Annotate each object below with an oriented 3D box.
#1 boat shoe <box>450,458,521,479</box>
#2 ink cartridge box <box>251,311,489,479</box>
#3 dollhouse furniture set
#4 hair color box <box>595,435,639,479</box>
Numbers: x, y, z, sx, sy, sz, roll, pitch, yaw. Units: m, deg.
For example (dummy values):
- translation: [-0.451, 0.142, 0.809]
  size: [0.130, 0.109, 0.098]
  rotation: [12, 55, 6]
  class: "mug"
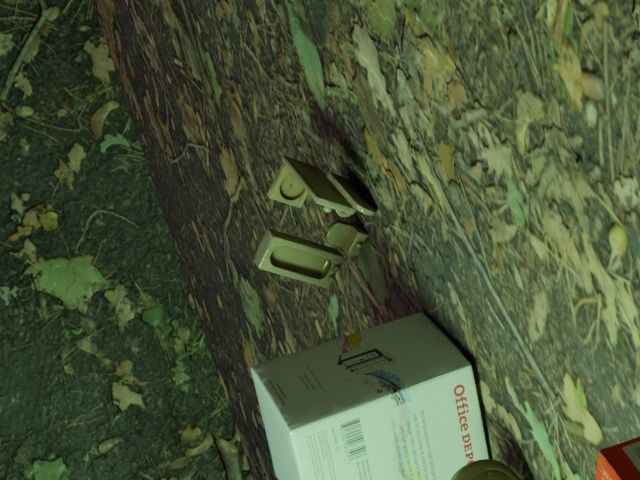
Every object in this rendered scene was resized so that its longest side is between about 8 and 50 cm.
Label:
- translation: [0.214, 0.410, 1.782]
  size: [0.110, 0.122, 0.341]
  rotation: [169, 82, -75]
  class: "boat shoe"
- translation: [0.062, 0.220, 1.898]
  size: [0.168, 0.233, 0.171]
  rotation: [-130, 26, -61]
  class: "ink cartridge box"
- translation: [0.000, 0.000, 2.043]
  size: [0.151, 0.144, 0.123]
  rotation: [-63, 32, 16]
  class: "dollhouse furniture set"
- translation: [0.285, 0.235, 1.355]
  size: [0.053, 0.093, 0.167]
  rotation: [-121, 20, -45]
  class: "hair color box"
